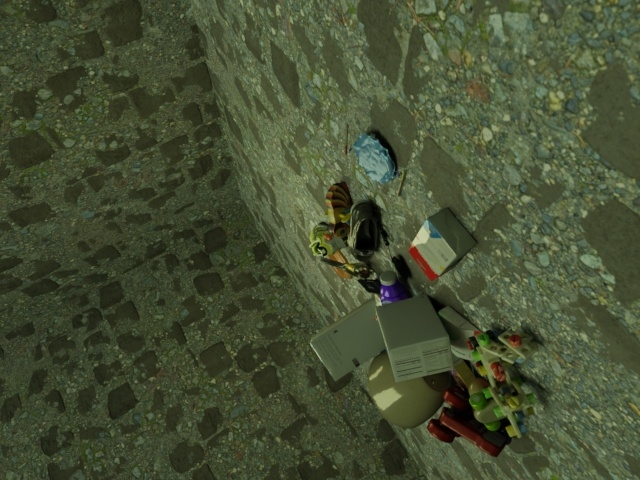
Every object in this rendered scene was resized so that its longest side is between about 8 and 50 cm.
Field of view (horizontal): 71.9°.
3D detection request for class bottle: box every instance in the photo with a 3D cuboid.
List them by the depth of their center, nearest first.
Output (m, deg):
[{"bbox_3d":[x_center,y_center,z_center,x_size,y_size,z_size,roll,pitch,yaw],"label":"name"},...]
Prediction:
[{"bbox_3d":[0.304,0.246,1.789,0.118,0.092,0.282,9,135,36],"label":"bottle"}]

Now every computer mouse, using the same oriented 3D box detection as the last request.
[{"bbox_3d":[0.280,0.050,1.675,0.071,0.041,0.241,-57,-57,-80],"label":"computer mouse"}]

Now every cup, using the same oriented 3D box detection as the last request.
[{"bbox_3d":[0.397,0.571,1.812,0.331,0.331,0.237,56,137,14],"label":"cup"}]

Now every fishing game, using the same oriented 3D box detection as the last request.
[{"bbox_3d":[0.176,-0.267,1.419,0.264,0.041,0.189,43,158,26],"label":"fishing game"}]

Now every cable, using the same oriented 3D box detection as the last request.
[{"bbox_3d":[0.128,0.113,2.074,0.287,0.140,0.072,24,101,47],"label":"cable"}]

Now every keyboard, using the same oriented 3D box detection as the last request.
[{"bbox_3d":[0.213,0.186,1.910,0.108,0.023,0.180,47,163,-9],"label":"keyboard"}]

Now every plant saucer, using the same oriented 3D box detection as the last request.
[{"bbox_3d":[0.097,0.122,2.352,0.200,0.037,0.199,52,162,24],"label":"plant saucer"}]

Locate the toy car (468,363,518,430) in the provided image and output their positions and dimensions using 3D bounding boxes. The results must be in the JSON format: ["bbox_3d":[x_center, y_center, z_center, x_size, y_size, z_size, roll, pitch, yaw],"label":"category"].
[{"bbox_3d":[0.565,0.509,1.493,0.155,0.149,0.188,54,-167,-27],"label":"toy car"}]

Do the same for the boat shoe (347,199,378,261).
[{"bbox_3d":[0.170,-0.009,1.737,0.335,0.112,0.095,81,172,-47],"label":"boat shoe"}]

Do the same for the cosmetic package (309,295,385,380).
[{"bbox_3d":[0.169,0.438,2.021,0.217,0.385,0.156,56,179,3],"label":"cosmetic package"}]

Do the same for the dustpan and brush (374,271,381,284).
[{"bbox_3d":[0.275,0.204,1.901,0.147,0.060,0.211,40,155,51],"label":"dustpan and brush"}]

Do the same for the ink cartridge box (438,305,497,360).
[{"bbox_3d":[0.498,0.350,1.496,0.224,0.056,0.180,46,159,46],"label":"ink cartridge box"}]

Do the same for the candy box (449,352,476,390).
[{"bbox_3d":[0.508,0.470,1.650,0.186,0.053,0.109,57,174,16],"label":"candy box"}]

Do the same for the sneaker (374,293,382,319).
[{"bbox_3d":[0.263,0.311,1.924,0.161,0.076,0.057,64,172,0],"label":"sneaker"}]

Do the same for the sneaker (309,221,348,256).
[{"bbox_3d":[0.000,0.000,2.232,0.145,0.147,0.385,61,165,-9],"label":"sneaker"}]

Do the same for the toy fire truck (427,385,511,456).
[{"bbox_3d":[0.556,0.674,1.607,0.254,0.169,0.302,27,-177,33],"label":"toy fire truck"}]

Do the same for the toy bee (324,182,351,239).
[{"bbox_3d":[0.083,-0.077,1.817,0.298,0.162,0.195,61,162,-2],"label":"toy bee"}]

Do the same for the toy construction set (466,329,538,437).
[{"bbox_3d":[0.529,0.383,1.276,0.215,0.151,0.327,-98,-4,-61],"label":"toy construction set"}]

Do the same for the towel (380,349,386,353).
[{"bbox_3d":[0.328,0.498,2.260,0.228,0.076,0.308,40,155,34],"label":"towel"}]

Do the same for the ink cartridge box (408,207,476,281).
[{"bbox_3d":[0.352,0.020,1.309,0.134,0.078,0.231,55,164,18],"label":"ink cartridge box"}]

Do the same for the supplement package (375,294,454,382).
[{"bbox_3d":[0.322,0.336,1.553,0.261,0.204,0.145,-97,-7,-66],"label":"supplement package"}]
